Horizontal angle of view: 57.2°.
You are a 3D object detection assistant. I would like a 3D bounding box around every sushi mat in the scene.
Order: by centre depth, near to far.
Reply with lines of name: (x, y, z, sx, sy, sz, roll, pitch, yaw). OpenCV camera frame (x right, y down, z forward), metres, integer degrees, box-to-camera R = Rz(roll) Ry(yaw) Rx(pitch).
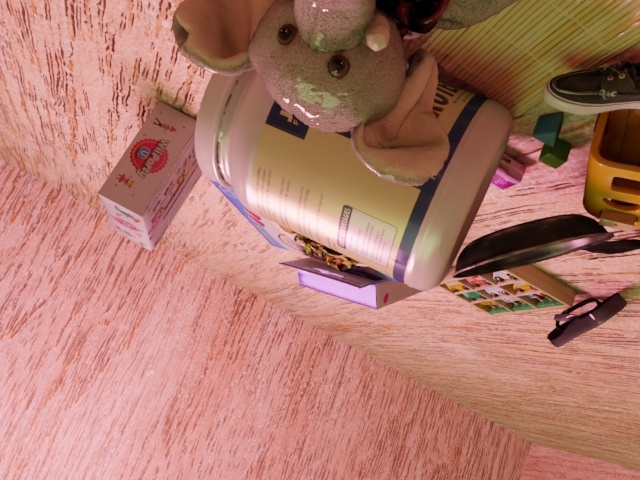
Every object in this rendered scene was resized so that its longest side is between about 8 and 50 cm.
sushi mat: (0.223, -0.212, 0.536, 0.151, 0.019, 0.316, 29, 163, -10)

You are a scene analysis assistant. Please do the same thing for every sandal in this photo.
sandal: (0.493, 0.139, 1.106, 0.054, 0.097, 0.254, 52, 167, 17)

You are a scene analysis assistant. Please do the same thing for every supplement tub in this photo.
supplement tub: (0.038, -0.105, 0.717, 0.325, 0.235, 0.235, 25, 163, 15)

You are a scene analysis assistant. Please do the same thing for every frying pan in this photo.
frying pan: (0.322, -0.002, 0.746, 0.326, 0.053, 0.197, -12, 169, -9)

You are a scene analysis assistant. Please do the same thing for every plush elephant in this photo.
plush elephant: (0.030, -0.199, 0.431, 0.272, 0.255, 0.330, 23, 163, 6)

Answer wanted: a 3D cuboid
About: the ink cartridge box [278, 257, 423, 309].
ink cartridge box: (0.089, 0.070, 1.175, 0.176, 0.069, 0.371, 15, -170, 31)

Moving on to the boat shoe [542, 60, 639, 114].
boat shoe: (0.287, -0.150, 0.556, 0.142, 0.049, 0.040, 2, 148, 7)

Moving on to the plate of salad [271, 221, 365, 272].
plate of salad: (0.000, 0.000, 0.907, 0.200, 0.048, 0.200, 22, 162, 8)

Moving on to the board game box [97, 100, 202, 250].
board game box: (-0.344, -0.121, 1.232, 0.098, 0.224, 0.303, 29, 162, -5)

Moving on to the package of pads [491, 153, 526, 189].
package of pads: (0.235, -0.104, 0.812, 0.083, 0.032, 0.050, 28, 165, -10)

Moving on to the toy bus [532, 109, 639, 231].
toy bus: (0.346, -0.064, 0.657, 0.202, 0.104, 0.191, 30, 162, -16)

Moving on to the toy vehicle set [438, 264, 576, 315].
toy vehicle set: (0.369, 0.097, 1.211, 0.166, 0.035, 0.267, 28, 163, -10)

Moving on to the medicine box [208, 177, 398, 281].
medicine box: (0.006, -0.075, 1.013, 0.289, 0.149, 0.263, 16, 161, 28)
